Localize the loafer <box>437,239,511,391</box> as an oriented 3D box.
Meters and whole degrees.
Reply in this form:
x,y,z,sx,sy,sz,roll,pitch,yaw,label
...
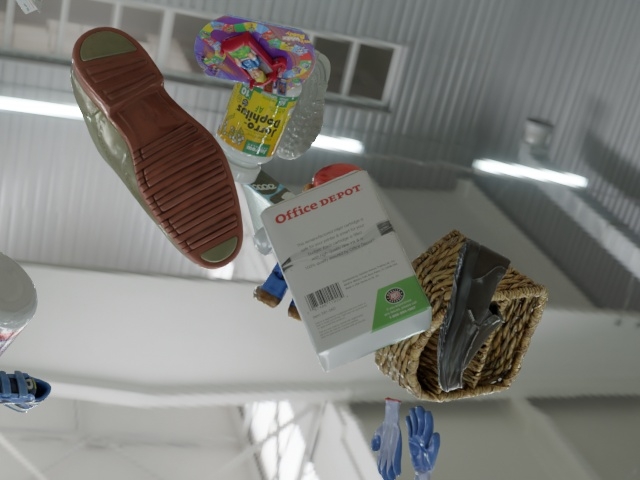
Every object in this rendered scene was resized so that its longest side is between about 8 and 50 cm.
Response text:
x,y,z,sx,sy,sz,roll,pitch,yaw,label
0.209,0.111,1.401,0.078,0.220,0.080,11,-159,2,loafer

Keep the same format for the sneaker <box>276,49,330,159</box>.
x,y,z,sx,sy,sz,roll,pitch,yaw,label
-0.039,-0.284,2.165,0.090,0.235,0.095,17,-169,-17,sneaker

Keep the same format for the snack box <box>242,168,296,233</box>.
x,y,z,sx,sy,sz,roll,pitch,yaw,label
-0.047,-0.012,2.337,0.060,0.187,0.322,-36,-127,-22,snack box

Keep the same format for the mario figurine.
x,y,z,sx,sy,sz,roll,pitch,yaw,label
0.000,0.000,2.002,0.198,0.320,0.170,31,174,-34,mario figurine

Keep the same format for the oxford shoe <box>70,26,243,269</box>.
x,y,z,sx,sy,sz,roll,pitch,yaw,label
-0.246,-0.125,1.546,0.140,0.146,0.397,-26,-97,-28,oxford shoe

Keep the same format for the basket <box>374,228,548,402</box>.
x,y,z,sx,sy,sz,roll,pitch,yaw,label
0.248,0.174,1.893,0.223,0.299,0.213,36,-132,23,basket

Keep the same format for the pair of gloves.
x,y,z,sx,sy,sz,roll,pitch,yaw,label
0.148,0.365,1.839,0.023,0.159,0.198,3,-179,-31,pair of gloves

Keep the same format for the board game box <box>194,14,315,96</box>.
x,y,z,sx,sy,sz,roll,pitch,yaw,label
-0.091,-0.245,1.420,0.169,0.133,0.033,10,-122,-11,board game box

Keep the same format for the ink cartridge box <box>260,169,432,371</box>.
x,y,z,sx,sy,sz,roll,pitch,yaw,label
0.033,0.038,1.379,0.160,0.092,0.219,-22,-114,-2,ink cartridge box

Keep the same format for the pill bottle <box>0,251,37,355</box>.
x,y,z,sx,sy,sz,roll,pitch,yaw,label
-0.650,0.169,1.806,0.181,0.323,0.181,35,-155,-20,pill bottle

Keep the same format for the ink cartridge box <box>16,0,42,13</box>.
x,y,z,sx,sy,sz,roll,pitch,yaw,label
-0.423,-0.361,1.484,0.028,0.048,0.083,-20,-138,9,ink cartridge box

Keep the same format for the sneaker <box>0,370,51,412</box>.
x,y,z,sx,sy,sz,roll,pitch,yaw,label
-0.453,0.214,1.504,0.059,0.053,0.144,-21,159,19,sneaker

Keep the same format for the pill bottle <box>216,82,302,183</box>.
x,y,z,sx,sy,sz,roll,pitch,yaw,label
-0.124,-0.215,1.902,0.118,0.208,0.117,21,-155,-10,pill bottle
